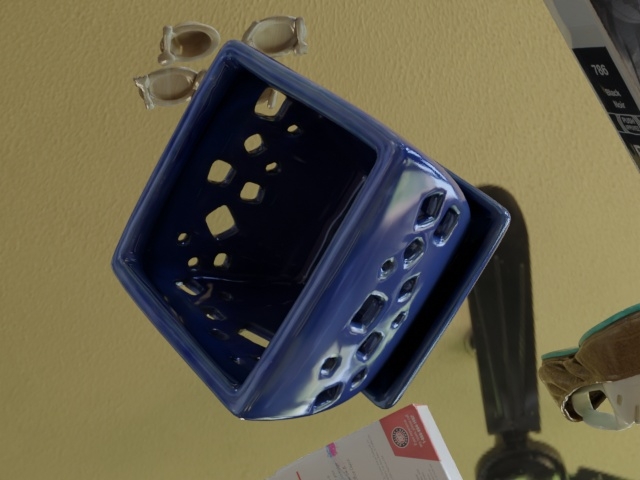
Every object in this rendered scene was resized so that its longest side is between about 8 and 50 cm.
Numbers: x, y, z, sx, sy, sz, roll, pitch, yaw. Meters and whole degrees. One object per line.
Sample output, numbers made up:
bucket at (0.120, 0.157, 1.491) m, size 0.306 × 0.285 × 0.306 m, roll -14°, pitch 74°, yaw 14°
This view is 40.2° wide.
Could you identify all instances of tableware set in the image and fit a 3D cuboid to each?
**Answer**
tableware set at (-0.095, -0.169, 0.848) m, size 0.168 × 0.020 × 0.141 m, roll -5°, pitch -24°, yaw -19°

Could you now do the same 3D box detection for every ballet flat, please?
ballet flat at (0.356, 0.167, 1.064) m, size 0.116 × 0.124 × 0.342 m, roll -12°, pitch -17°, yaw -10°

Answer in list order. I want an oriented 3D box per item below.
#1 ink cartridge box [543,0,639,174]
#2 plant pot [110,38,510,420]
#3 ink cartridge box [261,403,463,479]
ink cartridge box at (0.227, -0.153, 0.517) m, size 0.165 × 0.065 × 0.333 m, roll -35°, pitch -77°, yaw 0°
plant pot at (0.000, 0.000, 0.739) m, size 0.212 × 0.236 × 0.236 m, roll 17°, pitch -73°, yaw -46°
ink cartridge box at (0.036, 0.254, 0.861) m, size 0.198 × 0.115 × 0.067 m, roll -28°, pitch -17°, yaw 11°
